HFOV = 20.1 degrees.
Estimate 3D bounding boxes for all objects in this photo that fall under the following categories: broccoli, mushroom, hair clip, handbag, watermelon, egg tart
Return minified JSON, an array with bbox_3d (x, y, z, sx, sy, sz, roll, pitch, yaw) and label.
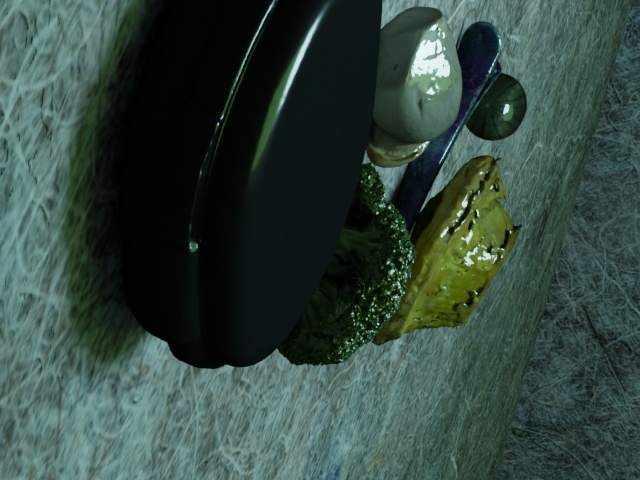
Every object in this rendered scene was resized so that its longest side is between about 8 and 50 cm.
[{"bbox_3d":[0.007,0.016,1.385,0.162,0.146,0.138,-52,132,-5],"label":"broccoli"},{"bbox_3d":[0.076,-0.131,1.554,0.212,0.088,0.097,81,-2,-76],"label":"mushroom"},{"bbox_3d":[0.123,-0.104,1.922,0.275,0.048,0.083,-62,168,-18],"label":"hair clip"},{"bbox_3d":[-0.044,-0.057,1.117,0.308,0.093,0.254,94,21,-51],"label":"handbag"},{"bbox_3d":[0.202,-0.156,2.092,0.110,0.078,0.078,-42,148,-68],"label":"watermelon"},{"bbox_3d":[0.139,0.019,1.930,0.241,0.106,0.241,-59,179,-2],"label":"egg tart"}]
